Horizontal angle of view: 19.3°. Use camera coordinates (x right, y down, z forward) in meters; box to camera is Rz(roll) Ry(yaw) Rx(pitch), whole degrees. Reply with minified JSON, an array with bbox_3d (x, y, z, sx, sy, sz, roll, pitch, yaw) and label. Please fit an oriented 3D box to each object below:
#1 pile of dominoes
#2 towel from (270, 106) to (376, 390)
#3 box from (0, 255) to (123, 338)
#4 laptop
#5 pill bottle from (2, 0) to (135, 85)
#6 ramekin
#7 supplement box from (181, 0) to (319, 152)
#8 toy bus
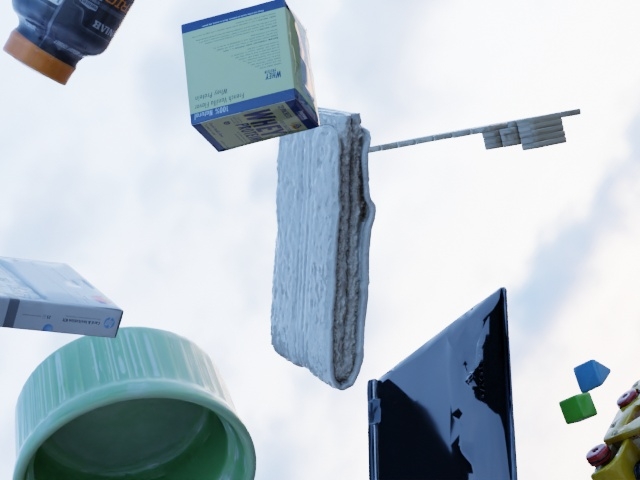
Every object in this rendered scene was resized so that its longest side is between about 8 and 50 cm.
[{"bbox_3d":[0.186,-0.120,2.347,0.196,0.251,0.040,-13,-86,-42],"label":"pile of dominoes"},{"bbox_3d":[0.000,0.000,1.963,0.049,0.187,0.282,0,-82,-21],"label":"towel"},{"bbox_3d":[-0.330,0.056,2.058,0.186,0.145,0.038,6,-73,-38],"label":"box"},{"bbox_3d":[0.180,0.321,2.032,0.408,0.236,0.382,43,-140,-51],"label":"laptop"},{"bbox_3d":[-0.278,-0.306,2.219,0.245,0.130,0.130,-59,-20,3],"label":"pill bottle"},{"bbox_3d":[-0.241,0.250,2.359,0.303,0.148,0.303,-9,-49,-10],"label":"ramekin"},{"bbox_3d":[-0.051,-0.121,1.383,0.083,0.083,0.056,-13,-22,15],"label":"supplement box"},{"bbox_3d":[0.362,0.218,1.993,0.191,0.202,0.104,12,-30,-40],"label":"toy bus"}]
